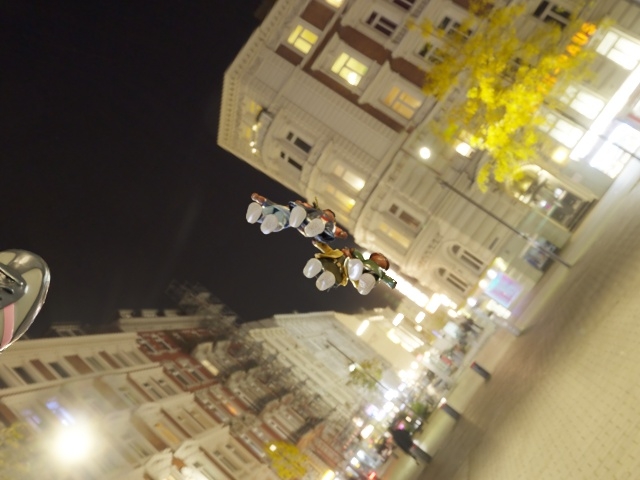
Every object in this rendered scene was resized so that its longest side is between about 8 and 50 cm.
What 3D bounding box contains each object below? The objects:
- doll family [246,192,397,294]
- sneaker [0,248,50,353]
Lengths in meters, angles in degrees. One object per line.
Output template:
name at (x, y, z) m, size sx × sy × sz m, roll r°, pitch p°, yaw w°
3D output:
doll family at (0.000, 0.000, 0.649) m, size 0.076 × 0.193 × 0.111 m, roll -44°, pitch -6°, yaw 20°
sneaker at (-0.419, 0.085, 0.666) m, size 0.131 × 0.112 × 0.319 m, roll -54°, pitch 9°, yaw 32°
